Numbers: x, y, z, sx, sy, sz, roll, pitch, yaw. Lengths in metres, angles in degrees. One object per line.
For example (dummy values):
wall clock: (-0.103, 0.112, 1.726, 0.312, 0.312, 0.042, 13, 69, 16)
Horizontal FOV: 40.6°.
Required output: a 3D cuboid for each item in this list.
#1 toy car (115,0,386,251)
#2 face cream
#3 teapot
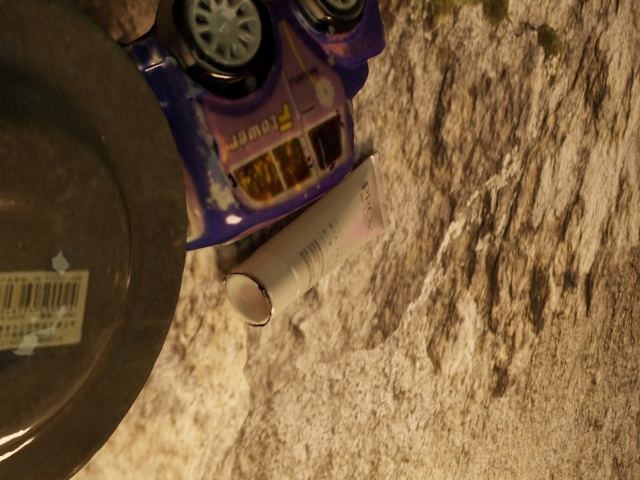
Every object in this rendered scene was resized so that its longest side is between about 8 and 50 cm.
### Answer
toy car: (-0.056, -0.092, 0.583, 0.235, 0.172, 0.158, -33, 106, -38)
face cream: (0.000, 0.000, 0.848, 0.244, 0.058, 0.092, -40, 130, -44)
teapot: (-0.235, 0.033, 0.396, 0.239, 0.239, 0.321, 35, 73, -53)
